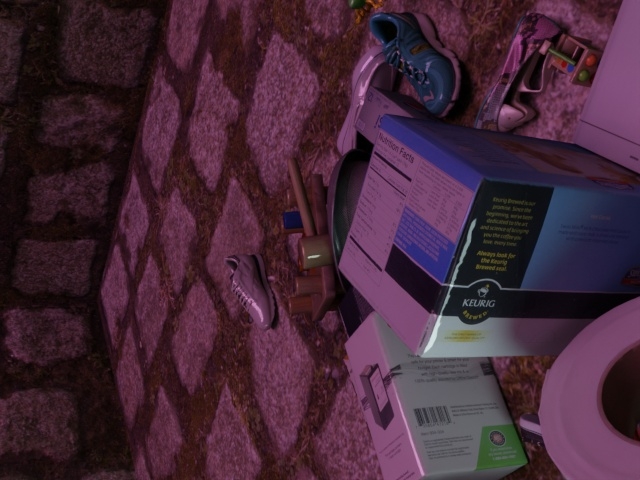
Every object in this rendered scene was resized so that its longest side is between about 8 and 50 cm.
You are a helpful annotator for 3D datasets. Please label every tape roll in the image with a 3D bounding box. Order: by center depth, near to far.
[{"bbox_3d":[0.379,0.181,0.816,0.286,0.100,0.286,-30,29,18],"label":"tape roll"}]

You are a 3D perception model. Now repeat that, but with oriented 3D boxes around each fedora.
[{"bbox_3d":[0.116,-0.034,1.416,0.124,0.244,0.275,-4,95,30],"label":"fedora"}]

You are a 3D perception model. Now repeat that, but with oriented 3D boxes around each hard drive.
[{"bbox_3d":[0.455,-0.248,0.941,0.233,0.047,0.353,45,125,53],"label":"hard drive"}]

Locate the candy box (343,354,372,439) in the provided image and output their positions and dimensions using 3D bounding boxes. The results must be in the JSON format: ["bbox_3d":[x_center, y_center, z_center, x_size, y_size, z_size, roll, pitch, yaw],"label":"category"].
[{"bbox_3d":[0.135,0.275,1.451,0.159,0.071,0.233,-60,38,41],"label":"candy box"}]

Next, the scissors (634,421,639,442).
[{"bbox_3d":[0.418,0.351,0.951,0.109,0.021,0.297,-34,63,58],"label":"scissors"}]

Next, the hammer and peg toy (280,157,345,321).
[{"bbox_3d":[0.000,0.000,1.561,0.361,0.127,0.266,110,155,-71],"label":"hammer and peg toy"}]

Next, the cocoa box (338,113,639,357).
[{"bbox_3d":[0.242,-0.005,0.994,0.231,0.347,0.228,47,127,54],"label":"cocoa box"}]

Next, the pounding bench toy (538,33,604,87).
[{"bbox_3d":[0.353,-0.251,1.086,0.065,0.083,0.052,57,135,48],"label":"pounding bench toy"}]

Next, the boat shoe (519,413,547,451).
[{"bbox_3d":[0.337,0.286,1.112,0.142,0.049,0.040,-168,76,-68],"label":"boat shoe"}]

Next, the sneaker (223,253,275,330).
[{"bbox_3d":[-0.185,0.136,2.026,0.090,0.095,0.235,-58,41,39],"label":"sneaker"}]

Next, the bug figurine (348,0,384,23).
[{"bbox_3d":[0.142,-0.524,1.439,0.279,0.072,0.216,-19,36,58],"label":"bug figurine"}]

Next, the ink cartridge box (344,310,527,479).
[{"bbox_3d":[0.178,0.253,1.243,0.115,0.198,0.273,-55,41,46],"label":"ink cartridge box"}]

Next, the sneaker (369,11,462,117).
[{"bbox_3d":[0.166,-0.321,1.409,0.107,0.110,0.275,-62,38,37],"label":"sneaker"}]

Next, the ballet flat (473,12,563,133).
[{"bbox_3d":[0.306,-0.235,1.197,0.079,0.077,0.221,39,123,33],"label":"ballet flat"}]

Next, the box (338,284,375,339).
[{"bbox_3d":[0.142,0.100,1.350,0.207,0.153,0.108,119,142,-47],"label":"box"}]

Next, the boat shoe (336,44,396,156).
[{"bbox_3d":[0.107,-0.257,1.548,0.084,0.095,0.258,57,146,42],"label":"boat shoe"}]

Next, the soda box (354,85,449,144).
[{"bbox_3d":[0.174,-0.180,1.391,0.286,0.098,0.091,50,125,50],"label":"soda box"}]
